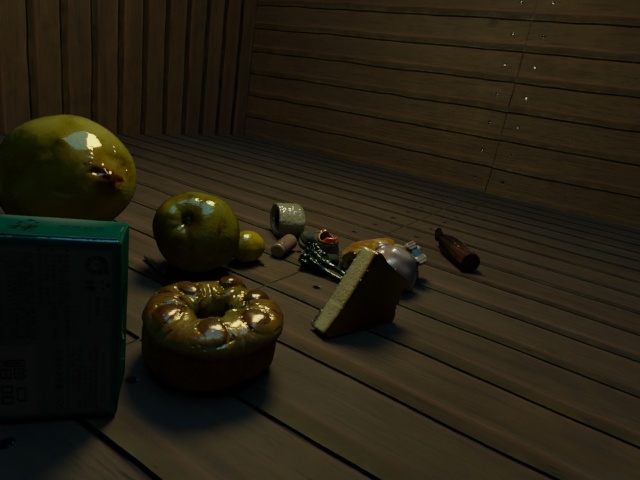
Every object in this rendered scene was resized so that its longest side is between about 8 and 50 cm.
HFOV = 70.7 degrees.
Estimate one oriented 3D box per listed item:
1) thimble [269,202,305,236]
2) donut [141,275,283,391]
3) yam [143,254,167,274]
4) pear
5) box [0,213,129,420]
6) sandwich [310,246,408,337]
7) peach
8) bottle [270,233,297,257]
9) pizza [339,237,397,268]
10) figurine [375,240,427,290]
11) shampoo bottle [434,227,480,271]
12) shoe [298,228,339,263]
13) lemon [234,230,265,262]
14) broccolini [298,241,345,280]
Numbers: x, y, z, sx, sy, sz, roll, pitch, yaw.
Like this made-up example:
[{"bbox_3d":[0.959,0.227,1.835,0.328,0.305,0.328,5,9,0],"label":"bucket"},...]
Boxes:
[{"bbox_3d":[-0.101,-0.064,1.404,0.090,0.102,0.115,1,49,-24],"label":"thimble"},{"bbox_3d":[-0.173,0.141,0.722,0.227,0.113,0.226,8,19,-3],"label":"donut"},{"bbox_3d":[-0.381,0.056,1.039,0.014,0.014,0.107,-9,25,-43],"label":"yam"},{"bbox_3d":[-0.282,-0.019,1.032,0.200,0.199,0.200,8,18,-3],"label":"pear"},{"bbox_3d":[-0.329,0.097,0.570,0.154,0.244,0.092,4,16,-18],"label":"box"},{"bbox_3d":[0.091,0.132,0.924,0.058,0.192,0.162,25,-12,49],"label":"sandwich"},{"bbox_3d":[-0.615,-0.153,1.108,0.316,0.313,0.282,-26,-15,26],"label":"peach"},{"bbox_3d":[-0.101,0.016,1.250,0.045,0.045,0.096,14,21,15],"label":"bottle"},{"bbox_3d":[0.144,0.036,1.289,0.135,0.056,0.271,15,17,23],"label":"pizza"},{"bbox_3d":[0.202,0.062,1.152,0.229,0.137,0.112,-18,-11,-46],"label":"figurine"},{"bbox_3d":[0.422,0.025,1.435,0.067,0.068,0.236,3,18,-11],"label":"shampoo bottle"},{"bbox_3d":[-0.001,-0.001,1.292,0.074,0.077,0.194,-1,21,-27],"label":"shoe"},{"bbox_3d":[-0.185,0.015,1.151,0.082,0.081,0.111,18,13,25],"label":"lemon"},{"bbox_3d":[0.026,0.079,1.147,0.201,0.074,0.058,37,-14,24],"label":"broccolini"}]
